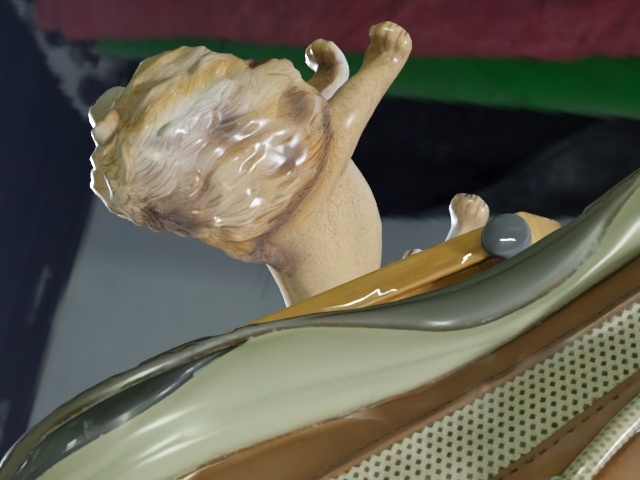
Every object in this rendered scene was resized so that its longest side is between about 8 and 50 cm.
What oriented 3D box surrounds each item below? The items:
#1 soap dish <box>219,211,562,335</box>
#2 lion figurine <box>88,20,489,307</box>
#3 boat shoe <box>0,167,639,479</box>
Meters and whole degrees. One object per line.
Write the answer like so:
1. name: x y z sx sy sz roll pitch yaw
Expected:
1. soap dish: 0.060 0.139 0.715 0.229 0.291 0.118 -22 -31 3
2. lion figurine: 0.000 0.000 1.113 0.142 0.240 0.392 -1 -48 45
3. boat shoe: 0.082 0.062 0.369 0.324 0.120 0.122 -23 -38 -4
